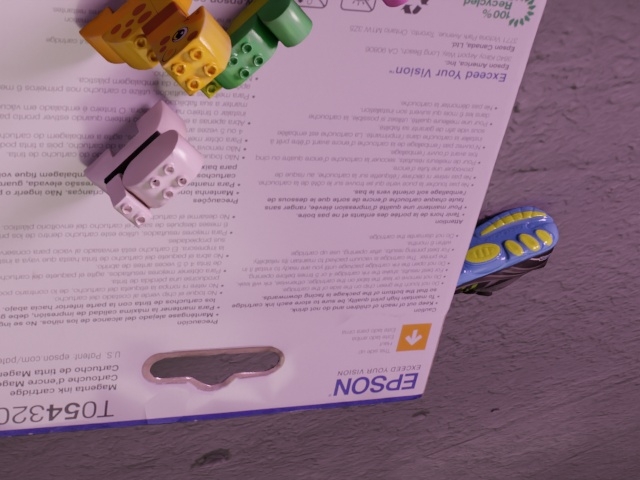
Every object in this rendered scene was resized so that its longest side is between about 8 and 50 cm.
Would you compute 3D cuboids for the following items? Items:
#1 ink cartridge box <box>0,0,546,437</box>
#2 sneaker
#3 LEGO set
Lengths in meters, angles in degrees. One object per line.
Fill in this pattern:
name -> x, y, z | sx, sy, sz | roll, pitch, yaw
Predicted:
ink cartridge box -> -0.053, -0.040, 0.607 | 0.324, 0.071, 0.330 | -1, 123, -23
sneaker -> 0.121, 0.029, 0.917 | 0.188, 0.067, 0.078 | -17, 144, -2
LEGO set -> -0.036, -0.098, 0.474 | 0.227, 0.093, 0.087 | -41, 128, 7
